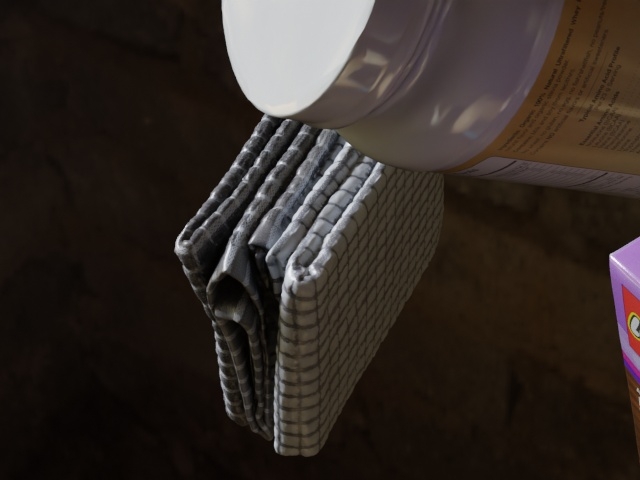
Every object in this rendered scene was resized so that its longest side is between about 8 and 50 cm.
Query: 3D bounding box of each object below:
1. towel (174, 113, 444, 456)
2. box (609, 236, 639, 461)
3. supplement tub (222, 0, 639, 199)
[{"bbox_3d":[0.000,0.000,1.419,0.121,0.235,0.284,19,53,17],"label":"towel"},{"bbox_3d":[0.226,0.139,0.675,0.057,0.201,0.293,-30,46,-12],"label":"box"},{"bbox_3d":[0.127,-0.142,0.973,0.316,0.228,0.228,7,37,-28],"label":"supplement tub"}]
